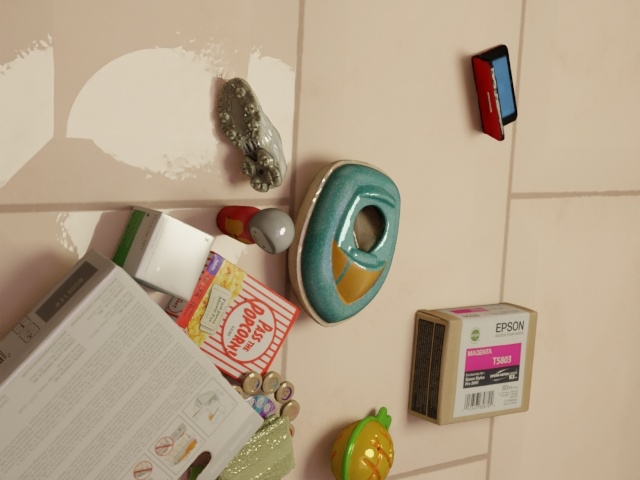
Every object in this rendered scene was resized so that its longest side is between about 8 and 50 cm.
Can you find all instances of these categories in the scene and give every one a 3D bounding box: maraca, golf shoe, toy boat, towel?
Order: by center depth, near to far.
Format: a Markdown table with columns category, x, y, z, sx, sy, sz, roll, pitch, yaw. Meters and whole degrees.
| category | x | y | z | sx | sy | sz | roll | pitch | yaw |
| --- | --- | --- | --- | --- | --- | --- | --- | --- | --- |
| golf shoe | -0.098 | -0.162 | 1.652 | 0.086 | 0.069 | 0.176 | -45 | 121 | -62 |
| toy boat | 0.000 | 0.000 | 1.689 | 0.318 | 0.148 | 0.267 | 10 | 92 | -39 |
| towel | -0.101 | 0.339 | 1.690 | 0.148 | 0.027 | 0.110 | -27 | 118 | -32 |
| maraca | 0.079 | 0.352 | 1.853 | 0.186 | 0.099 | 0.127 | -29 | 126 | -59 |

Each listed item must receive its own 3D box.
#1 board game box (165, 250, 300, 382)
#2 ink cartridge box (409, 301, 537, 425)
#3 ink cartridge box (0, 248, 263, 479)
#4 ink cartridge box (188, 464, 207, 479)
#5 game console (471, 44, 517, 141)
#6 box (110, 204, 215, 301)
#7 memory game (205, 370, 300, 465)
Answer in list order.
| category | x | y | z | sx | sy | sz | roll | pitch | yaw |
| --- | --- | --- | --- | --- | --- | --- | --- | --- | --- |
| board game box | -0.138 | 0.121 | 1.667 | 0.193 | 0.045 | 0.146 | 36 | 77 | -37 |
| ink cartridge box | 0.277 | 0.219 | 1.987 | 0.235 | 0.088 | 0.193 | -2 | 101 | -37 |
| ink cartridge box | -0.293 | 0.246 | 1.531 | 0.308 | 0.091 | 0.385 | -48 | 129 | -14 |
| ink cartridge box | -0.119 | 0.479 | 1.715 | 0.189 | 0.097 | 0.255 | 2 | 97 | -38 |
| game console | 0.321 | -0.261 | 1.940 | 0.085 | 0.124 | 0.144 | -16 | 109 | -8 |
| box | -0.224 | 0.018 | 1.554 | 0.102 | 0.087 | 0.101 | 28 | 80 | -38 |
| memory game | -0.105 | 0.287 | 1.699 | 0.186 | 0.012 | 0.186 | -17 | 117 | -37 |
